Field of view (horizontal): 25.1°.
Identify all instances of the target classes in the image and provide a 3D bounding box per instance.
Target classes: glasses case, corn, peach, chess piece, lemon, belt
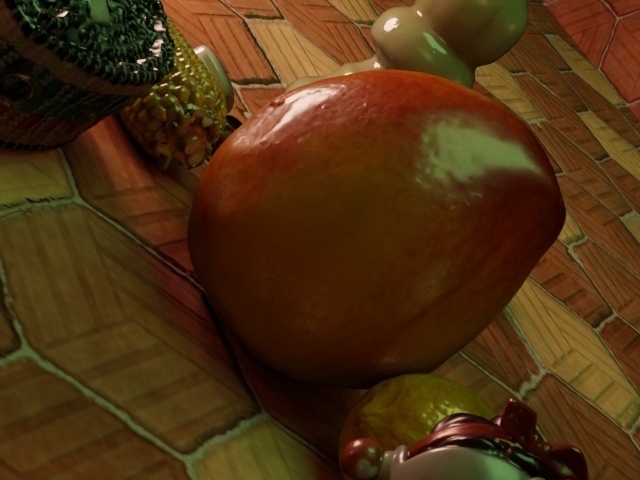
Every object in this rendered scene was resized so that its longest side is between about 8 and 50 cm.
[{"bbox_3d":[-0.122,-0.172,1.575,0.063,0.041,0.164,61,-4,1],"label":"glasses case"},{"bbox_3d":[-0.191,-0.200,1.491,0.106,0.106,0.305,16,33,-50],"label":"corn"},{"bbox_3d":[0.049,-0.023,1.285,0.289,0.308,0.289,29,39,-27],"label":"peach"},{"bbox_3d":[0.094,-0.190,1.640,0.182,0.330,0.182,44,11,-11],"label":"chess piece"},{"bbox_3d":[0.097,0.191,1.212,0.187,0.142,0.142,46,18,-26],"label":"lemon"},{"bbox_3d":[-0.263,-0.186,1.271,0.207,0.160,0.295,60,22,-5],"label":"belt"}]

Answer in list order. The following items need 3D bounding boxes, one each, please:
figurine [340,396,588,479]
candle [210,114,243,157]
[{"bbox_3d":[0.091,0.204,1.058,0.183,0.226,0.160,44,22,2],"label":"figurine"},{"bbox_3d":[-0.065,-0.071,1.570,0.162,0.053,0.048,42,-23,-19],"label":"candle"}]
